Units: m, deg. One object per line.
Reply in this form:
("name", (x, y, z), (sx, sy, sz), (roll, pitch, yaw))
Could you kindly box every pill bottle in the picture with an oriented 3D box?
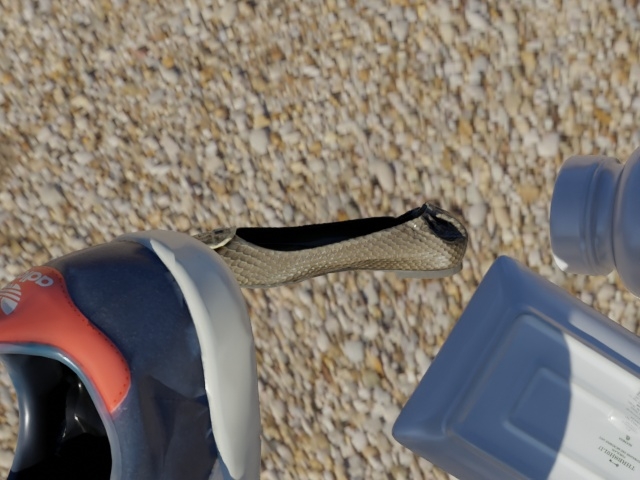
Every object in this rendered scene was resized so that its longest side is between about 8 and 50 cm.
("pill bottle", (0.317, -0.013, 1.097), (0.245, 0.136, 0.136), (5, 66, 30))

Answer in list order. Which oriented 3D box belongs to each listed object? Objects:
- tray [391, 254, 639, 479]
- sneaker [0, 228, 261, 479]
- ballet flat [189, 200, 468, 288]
("tray", (0.196, 0.138, 0.905), (0.270, 0.030, 0.145), (31, 88, -5))
("sneaker", (-0.093, 0.177, 0.654), (0.148, 0.131, 0.350), (-16, 92, -38))
("ballet flat", (0.000, 0.000, 1.130), (0.250, 0.058, 0.084), (-2, 24, -6))
